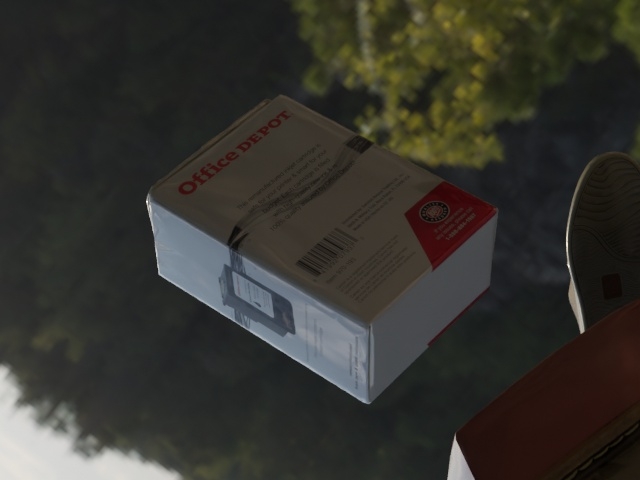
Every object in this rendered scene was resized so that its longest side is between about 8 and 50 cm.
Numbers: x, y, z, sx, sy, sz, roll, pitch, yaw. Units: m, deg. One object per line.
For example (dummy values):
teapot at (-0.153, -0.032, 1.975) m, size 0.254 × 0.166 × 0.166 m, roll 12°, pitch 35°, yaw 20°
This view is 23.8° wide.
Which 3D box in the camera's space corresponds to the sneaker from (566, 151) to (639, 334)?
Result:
sneaker at (0.261, 0.013, 1.423) m, size 0.118 × 0.083 × 0.222 m, roll -99°, pitch 5°, yaw -70°

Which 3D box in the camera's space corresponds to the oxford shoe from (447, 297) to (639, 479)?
oxford shoe at (0.026, 0.158, 0.410) m, size 0.130 × 0.348 × 0.123 m, roll 44°, pitch 166°, yaw 24°

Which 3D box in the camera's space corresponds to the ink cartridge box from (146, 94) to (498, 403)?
ink cartridge box at (0.000, 0.000, 0.797) m, size 0.150 × 0.109 × 0.063 m, roll 30°, pitch 143°, yaw 28°
